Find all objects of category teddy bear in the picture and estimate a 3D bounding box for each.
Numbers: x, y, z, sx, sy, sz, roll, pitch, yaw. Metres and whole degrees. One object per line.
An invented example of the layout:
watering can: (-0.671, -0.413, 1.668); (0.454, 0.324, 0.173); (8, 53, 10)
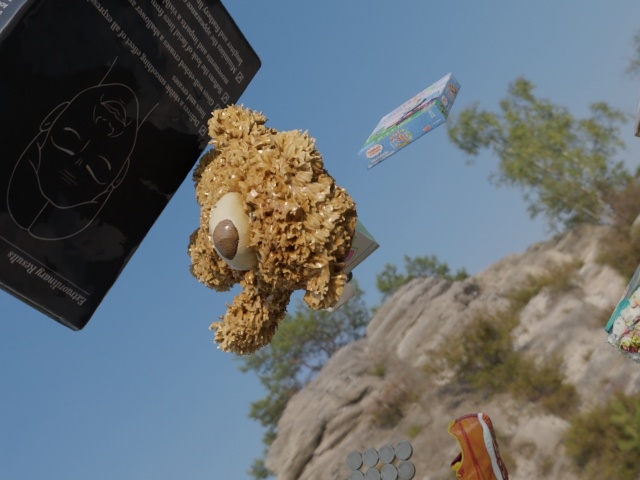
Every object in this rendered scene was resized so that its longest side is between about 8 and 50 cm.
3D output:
teddy bear: (-0.084, -0.017, 0.787); (0.113, 0.338, 0.245); (10, -74, -24)

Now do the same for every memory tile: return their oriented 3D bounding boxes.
memory tile: (0.118, 0.452, 1.491); (0.148, 0.113, 0.012); (-20, -27, 28)

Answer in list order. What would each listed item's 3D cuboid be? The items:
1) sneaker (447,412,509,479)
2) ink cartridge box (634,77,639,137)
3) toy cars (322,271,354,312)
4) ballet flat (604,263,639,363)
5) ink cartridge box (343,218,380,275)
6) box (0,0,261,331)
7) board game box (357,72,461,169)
sneaker: (0.210, 0.308, 1.018); (0.067, 0.175, 0.064); (-15, 6, 16)
ink cartridge box: (0.461, -0.195, 0.857); (0.088, 0.193, 0.235); (93, -164, -53)
toy cars: (-0.082, -0.001, 1.470); (0.393, 0.087, 0.176); (35, -124, -35)
ballet flat: (0.291, 0.009, 0.590); (0.091, 0.077, 0.241); (-30, -39, -31)
ink cartridge box: (0.000, 0.000, 1.175); (0.109, 0.062, 0.209); (-41, -26, 10)
box: (-0.297, -0.154, 0.844); (0.395, 0.212, 0.293); (-58, -33, -14)
board game box: (0.159, -0.212, 1.361); (0.160, 0.039, 0.211); (-31, 12, 28)
